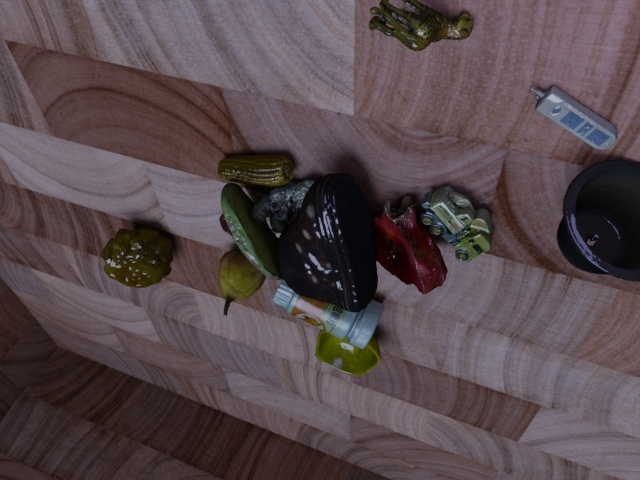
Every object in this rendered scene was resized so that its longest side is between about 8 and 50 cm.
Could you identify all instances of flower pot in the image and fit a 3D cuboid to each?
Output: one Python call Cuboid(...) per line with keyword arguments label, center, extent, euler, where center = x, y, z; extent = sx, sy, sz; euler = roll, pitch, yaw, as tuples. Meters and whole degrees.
Cuboid(label="flower pot", center=(0.556, -0.020, 1.053), extent=(0.235, 0.235, 0.148), euler=(24, 163, 5))

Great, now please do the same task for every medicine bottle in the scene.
Cuboid(label="medicine bottle", center=(0.020, 0.196, 1.684), extent=(0.318, 0.158, 0.158), euler=(26, 144, 2))

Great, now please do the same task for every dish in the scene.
Cuboid(label="dish", center=(0.100, 0.350, 1.866), extent=(0.221, 0.108, 0.262), euler=(26, 143, 3))

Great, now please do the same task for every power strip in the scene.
Cuboid(label="power strip", center=(0.460, -0.225, 0.990), extent=(0.191, 0.030, 0.047), euler=(31, 143, -5))

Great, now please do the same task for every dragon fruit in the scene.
Cuboid(label="dragon fruit", center=(0.217, -0.010, 1.324), extent=(0.262, 0.134, 0.211), euler=(39, 149, 54))

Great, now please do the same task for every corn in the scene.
Cuboid(label="corn", center=(-0.173, -0.181, 1.407), extent=(0.231, 0.080, 0.080), euler=(5, 139, 30))

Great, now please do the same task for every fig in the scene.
Cuboid(label="fig", center=(-0.266, 0.146, 1.732), extent=(0.159, 0.257, 0.159), euler=(6, 132, 7))

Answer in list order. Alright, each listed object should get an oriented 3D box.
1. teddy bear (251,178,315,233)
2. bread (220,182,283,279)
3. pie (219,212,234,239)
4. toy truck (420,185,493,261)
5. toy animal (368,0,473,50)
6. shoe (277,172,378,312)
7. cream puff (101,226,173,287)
Cuboid(label="teddy bear", center=(-0.071, -0.111, 1.429), extent=(0.213, 0.111, 0.133), euler=(-27, 144, 21))
Cuboid(label="bread", center=(-0.176, -0.021, 1.458), extent=(0.045, 0.301, 0.301), euler=(-29, 123, 11))
Cuboid(label="pie", center=(-0.237, -0.041, 1.663), extent=(0.154, 0.038, 0.153), euler=(17, 146, 12))
Cuboid(label="toy truck", center=(0.323, -0.047, 1.255), extent=(0.191, 0.085, 0.116), euler=(43, 136, -17))
Cuboid(label="toy animal", center=(0.166, -0.357, 0.905), extent=(0.136, 0.181, 0.073), euler=(34, 127, 11))
Cuboid(label="shoe", center=(0.000, 0.000, 1.356), extent=(0.237, 0.171, 0.384), euler=(11, 133, 31))
Cuboid(label="cream puff", center=(-0.635, 0.054, 1.895), extent=(0.244, 0.244, 0.196), euler=(56, 171, -33))
